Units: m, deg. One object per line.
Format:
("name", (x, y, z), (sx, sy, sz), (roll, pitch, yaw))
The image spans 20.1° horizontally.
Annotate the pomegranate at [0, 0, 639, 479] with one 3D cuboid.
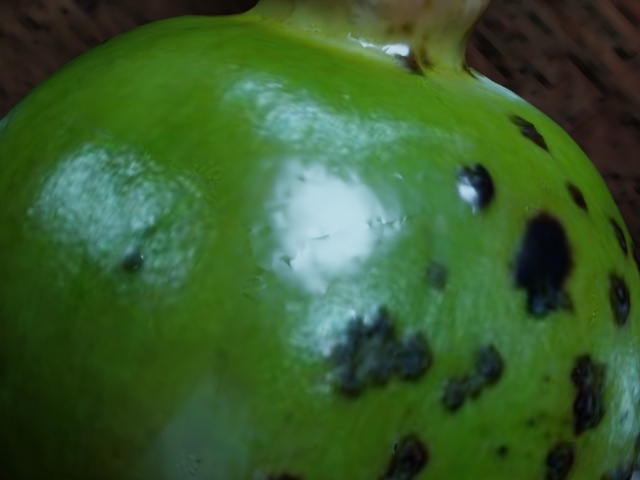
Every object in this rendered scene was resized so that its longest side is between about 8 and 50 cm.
("pomegranate", (0.000, 0.000, 0.397), (0.159, 0.159, 0.205), (16, 100, 10))
